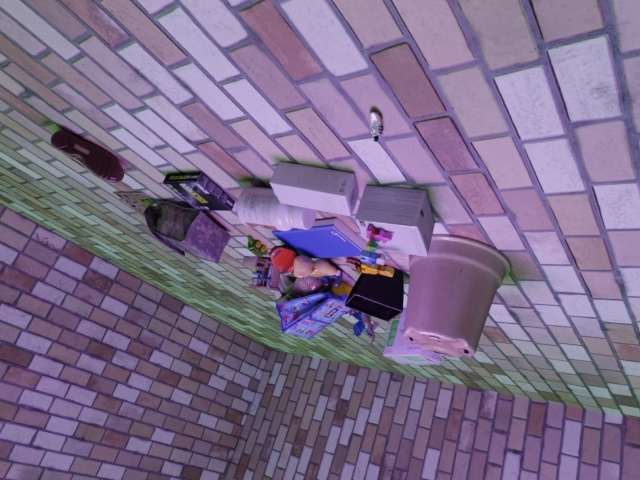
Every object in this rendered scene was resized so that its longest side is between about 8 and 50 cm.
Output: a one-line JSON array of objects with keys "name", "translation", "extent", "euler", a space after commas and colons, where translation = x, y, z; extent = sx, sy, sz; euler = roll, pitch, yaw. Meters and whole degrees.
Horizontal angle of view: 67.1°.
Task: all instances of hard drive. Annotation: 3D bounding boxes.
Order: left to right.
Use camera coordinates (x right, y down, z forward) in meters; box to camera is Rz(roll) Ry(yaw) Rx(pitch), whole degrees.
[{"name": "hard drive", "translation": [0.000, 0.000, 1.760], "extent": [0.319, 0.040, 0.210], "euler": [-5, 147, 45]}]

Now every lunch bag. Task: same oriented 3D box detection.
[{"name": "lunch bag", "translation": [-0.558, -0.037, 1.967], "extent": [0.287, 0.168, 0.235], "euler": [15, 162, 30]}, {"name": "lunch bag", "translation": [-0.006, 0.299, 2.098], "extent": [0.293, 0.138, 0.221], "euler": [-29, 150, 20]}]

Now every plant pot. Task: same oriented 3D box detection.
[{"name": "plant pot", "translation": [0.220, 0.187, 1.847], "extent": [0.188, 0.166, 0.187], "euler": [21, 158, -2]}, {"name": "plant pot", "translation": [0.403, 0.192, 1.533], "extent": [0.334, 0.305, 0.333], "euler": [17, 157, 7]}]

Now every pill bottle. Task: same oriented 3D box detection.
[{"name": "pill bottle", "translation": [-0.136, -0.098, 1.528], "extent": [0.230, 0.131, 0.131], "euler": [8, 155, 24]}]

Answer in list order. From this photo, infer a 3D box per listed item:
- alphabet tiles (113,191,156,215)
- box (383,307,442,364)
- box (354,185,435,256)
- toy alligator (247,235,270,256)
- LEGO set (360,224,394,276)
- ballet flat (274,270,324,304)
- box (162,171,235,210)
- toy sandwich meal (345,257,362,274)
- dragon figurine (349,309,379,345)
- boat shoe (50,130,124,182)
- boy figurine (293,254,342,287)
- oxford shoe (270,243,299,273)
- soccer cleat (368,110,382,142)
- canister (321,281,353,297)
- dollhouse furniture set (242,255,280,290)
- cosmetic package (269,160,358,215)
[{"name": "alphabet tiles", "translation": [-0.742, -0.141, 2.075], "extent": [0.198, 0.009, 0.237], "euler": [4, 153, 32]}, {"name": "box", "translation": [0.426, 0.425, 2.140], "extent": [0.127, 0.231, 0.262], "euler": [29, 156, -21]}, {"name": "box", "translation": [0.215, -0.054, 1.365], "extent": [0.182, 0.119, 0.181], "euler": [8, 155, 25]}, {"name": "toy alligator", "translation": [-0.261, 0.046, 2.057], "extent": [0.056, 0.051, 0.189], "euler": [5, 153, 32]}, {"name": "LEGO set", "translation": [0.170, 0.052, 1.373], "extent": [0.093, 0.086, 0.227], "euler": [15, 159, 13]}, {"name": "ballet flat", "translation": [-0.127, 0.218, 2.254], "extent": [0.182, 0.164, 0.483], "euler": [44, 149, -2]}, {"name": "box", "translation": [-0.430, -0.170, 1.712], "extent": [0.184, 0.045, 0.190], "euler": [6, 155, 34]}, {"name": "toy sandwich meal", "translation": [0.129, 0.102, 1.880], "extent": [0.086, 0.029, 0.085], "euler": [28, 151, 17]}, {"name": "dragon figurine", "translation": [0.213, 0.415, 2.330], "extent": [0.085, 0.289, 0.144], "euler": [6, 133, -20]}, {"name": "boat shoe", "translation": [-0.814, -0.295, 1.698], "extent": [0.257, 0.095, 0.095], "euler": [39, 165, -27]}, {"name": "boy figurine", "translation": [-0.010, 0.122, 1.905], "extent": [0.177, 0.092, 0.285], "euler": [1, 168, 28]}, {"name": "oxford shoe", "translation": [-0.147, 0.061, 1.898], "extent": [0.098, 0.097, 0.271], "euler": [47, -179, 22]}, {"name": "soccer cleat", "translation": [0.124, -0.256, 1.086], "extent": [0.029, 0.035, 0.083], "euler": [11, 156, 20]}, {"name": "canister", "translation": [0.063, 0.241, 2.217], "extent": [0.126, 0.073, 0.170], "euler": [27, 155, -21]}, {"name": "dollhouse furniture set", "translation": [-0.281, 0.145, 2.135], "extent": [0.129, 0.129, 0.184], "euler": [3, 171, 34]}, {"name": "cosmetic package", "translation": [-0.015, -0.149, 1.383], "extent": [0.231, 0.085, 0.117], "euler": [14, 157, 18]}]
